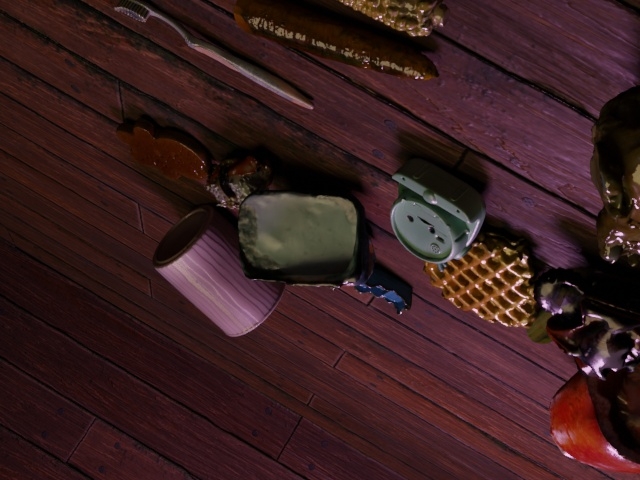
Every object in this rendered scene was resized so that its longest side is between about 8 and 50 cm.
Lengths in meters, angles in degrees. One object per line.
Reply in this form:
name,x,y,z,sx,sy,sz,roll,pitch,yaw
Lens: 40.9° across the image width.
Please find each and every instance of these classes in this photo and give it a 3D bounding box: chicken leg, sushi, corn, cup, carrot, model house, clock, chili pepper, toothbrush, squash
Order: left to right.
toothbrush,-0.174,-0.314,1.434,0.375,0.037,0.028,28,160,1
cup,-0.240,0.054,2.089,0.208,0.288,0.273,-32,119,25
sushi,-0.162,-0.116,1.732,0.097,0.103,0.226,26,164,-30
model house,0.000,0.000,1.717,0.253,0.184,0.291,0,178,20
carrot,0.023,-0.286,1.215,0.314,0.066,0.066,21,155,16
corn,0.032,-0.337,1.065,0.288,0.086,0.086,28,157,15
clock,0.188,-0.028,1.446,0.159,0.066,0.211,33,145,24
squash,0.427,0.134,1.544,0.066,0.066,0.229,29,158,6
chili pepper,0.572,0.321,1.603,0.251,0.229,0.305,0,167,0
chicken leg,0.395,-0.062,1.057,0.153,0.201,0.429,15,166,15

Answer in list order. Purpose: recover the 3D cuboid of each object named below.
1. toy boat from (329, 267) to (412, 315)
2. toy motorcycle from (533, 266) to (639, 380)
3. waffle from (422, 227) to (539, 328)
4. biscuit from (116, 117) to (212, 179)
toy boat,0.108,0.106,1.840,0.185,0.077,0.075,28,157,-10
toy motorcycle,0.534,0.164,1.362,0.401,0.134,0.207,11,129,19
waffle,0.286,0.060,1.558,0.245,0.052,0.254,19,146,33
biscuit,-0.332,-0.194,1.857,0.236,0.039,0.180,17,151,29
